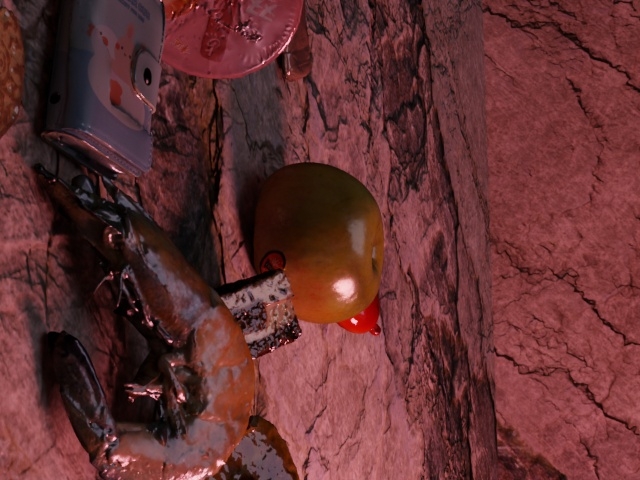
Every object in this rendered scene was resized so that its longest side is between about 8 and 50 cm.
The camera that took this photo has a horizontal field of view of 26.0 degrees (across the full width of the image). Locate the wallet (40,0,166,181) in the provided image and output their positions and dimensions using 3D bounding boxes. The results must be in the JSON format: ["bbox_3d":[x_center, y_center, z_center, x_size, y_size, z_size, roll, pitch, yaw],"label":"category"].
[{"bbox_3d":[-0.259,-0.212,1.664,0.176,0.075,0.251,37,52,-58],"label":"wallet"}]

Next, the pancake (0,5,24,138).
[{"bbox_3d":[-0.367,-0.197,1.405,0.212,0.029,0.235,-73,153,-43],"label":"pancake"}]

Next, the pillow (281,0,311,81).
[{"bbox_3d":[-0.048,-0.376,2.360,0.135,0.034,0.211,-34,120,-72],"label":"pillow"}]

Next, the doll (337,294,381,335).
[{"bbox_3d":[0.043,0.081,2.489,0.217,0.085,0.183,55,31,-27],"label":"doll"}]

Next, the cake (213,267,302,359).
[{"bbox_3d":[-0.158,0.129,1.952,0.246,0.135,0.112,-21,96,-40],"label":"cake"}]

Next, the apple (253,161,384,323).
[{"bbox_3d":[0.000,0.000,2.195,0.261,0.193,0.261,1,90,-77],"label":"apple"}]

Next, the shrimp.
[{"bbox_3d":[-0.230,0.106,1.628,0.272,0.085,0.445,-48,120,-37],"label":"shrimp"}]

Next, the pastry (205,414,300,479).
[{"bbox_3d":[-0.124,0.339,1.792,0.257,0.120,0.236,28,56,-35],"label":"pastry"}]

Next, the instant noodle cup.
[{"bbox_3d":[-0.126,-0.374,1.846,0.231,0.242,0.243,-77,156,-55],"label":"instant noodle cup"}]
